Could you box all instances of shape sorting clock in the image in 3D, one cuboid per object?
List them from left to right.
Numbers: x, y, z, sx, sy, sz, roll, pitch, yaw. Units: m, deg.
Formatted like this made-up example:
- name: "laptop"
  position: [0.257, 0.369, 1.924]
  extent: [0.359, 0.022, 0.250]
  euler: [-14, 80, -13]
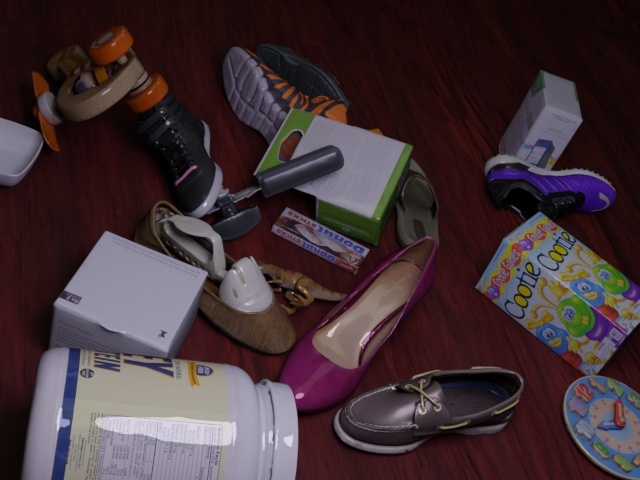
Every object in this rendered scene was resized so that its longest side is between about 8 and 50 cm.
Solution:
- name: "shape sorting clock"
  position: [0.513, 0.320, 1.581]
  extent: [0.206, 0.040, 0.206]
  euler: [12, 42, -11]

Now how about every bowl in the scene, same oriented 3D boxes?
- name: "bowl"
  position: [-0.569, -0.152, 1.606]
  extent: [0.142, 0.053, 0.142]
  euler: [17, 42, -4]

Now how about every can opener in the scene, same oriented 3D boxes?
- name: "can opener"
  position: [-0.086, -0.091, 1.665]
  extent: [0.280, 0.093, 0.074]
  euler: [-26, 14, -4]

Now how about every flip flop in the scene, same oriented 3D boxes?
- name: "flip flop"
  position: [0.189, -0.084, 1.838]
  extent: [0.112, 0.080, 0.277]
  euler: [9, 43, -14]

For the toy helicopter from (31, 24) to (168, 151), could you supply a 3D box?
- name: "toy helicopter"
  position: [-0.454, -0.295, 1.716]
  extent: [0.235, 0.140, 0.355]
  euler: [-41, 34, -9]

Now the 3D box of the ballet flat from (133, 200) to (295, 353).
- name: "ballet flat"
  position: [-0.171, 0.049, 1.511]
  extent: [0.342, 0.124, 0.116]
  euler: [40, 45, 19]

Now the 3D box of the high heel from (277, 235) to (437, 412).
- name: "high heel"
  position: [0.062, 0.124, 1.487]
  extent: [0.127, 0.181, 0.377]
  euler: [33, 42, 12]

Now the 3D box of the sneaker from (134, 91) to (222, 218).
- name: "sneaker"
  position: [-0.267, -0.161, 1.664]
  extent: [0.147, 0.105, 0.295]
  euler: [39, 22, -37]

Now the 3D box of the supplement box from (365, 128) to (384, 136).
- name: "supplement box"
  position: [0.086, -0.181, 1.882]
  extent: [0.062, 0.098, 0.036]
  euler: [-11, 54, -33]

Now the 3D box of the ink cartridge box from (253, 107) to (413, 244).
- name: "ink cartridge box"
  position: [0.026, -0.129, 1.766]
  extent: [0.255, 0.097, 0.188]
  euler: [20, 61, 11]

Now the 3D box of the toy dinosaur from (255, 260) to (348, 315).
- name: "toy dinosaur"
  position: [-0.026, 0.083, 1.583]
  extent: [0.212, 0.064, 0.112]
  euler: [21, 40, -1]

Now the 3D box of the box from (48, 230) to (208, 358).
- name: "box"
  position: [-0.292, 0.109, 1.399]
  extent: [0.181, 0.119, 0.182]
  euler: [23, 41, 0]

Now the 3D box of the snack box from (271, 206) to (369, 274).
- name: "snack box"
  position: [0.000, 0.000, 1.712]
  extent: [0.178, 0.022, 0.064]
  euler: [27, 40, 6]

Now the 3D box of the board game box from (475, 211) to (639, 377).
- name: "board game box"
  position: [0.456, 0.101, 1.710]
  extent: [0.275, 0.144, 0.142]
  euler: [40, 45, 20]

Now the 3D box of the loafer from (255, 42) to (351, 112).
- name: "loafer"
  position: [-0.026, -0.365, 2.037]
  extent: [0.267, 0.096, 0.084]
  euler: [39, 38, 21]

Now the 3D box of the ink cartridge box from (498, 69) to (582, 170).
- name: "ink cartridge box"
  position: [0.484, -0.242, 2.033]
  extent: [0.093, 0.212, 0.154]
  euler: [19, 40, -9]

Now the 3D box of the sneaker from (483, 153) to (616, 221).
- name: "sneaker"
  position: [0.494, -0.083, 1.963]
  extent: [0.293, 0.102, 0.146]
  euler: [10, 47, -6]

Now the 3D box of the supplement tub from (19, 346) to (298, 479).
- name: "supplement tub"
  position: [-0.211, 0.268, 1.180]
  extent: [0.325, 0.235, 0.235]
  euler: [8, 43, -16]

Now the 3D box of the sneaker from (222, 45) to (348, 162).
- name: "sneaker"
  position: [-0.066, -0.286, 1.930]
  extent: [0.180, 0.124, 0.321]
  euler: [-19, 66, -42]

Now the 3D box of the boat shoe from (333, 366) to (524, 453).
- name: "boat shoe"
  position: [0.178, 0.260, 1.457]
  extent: [0.324, 0.096, 0.116]
  euler: [-1, 46, -24]
